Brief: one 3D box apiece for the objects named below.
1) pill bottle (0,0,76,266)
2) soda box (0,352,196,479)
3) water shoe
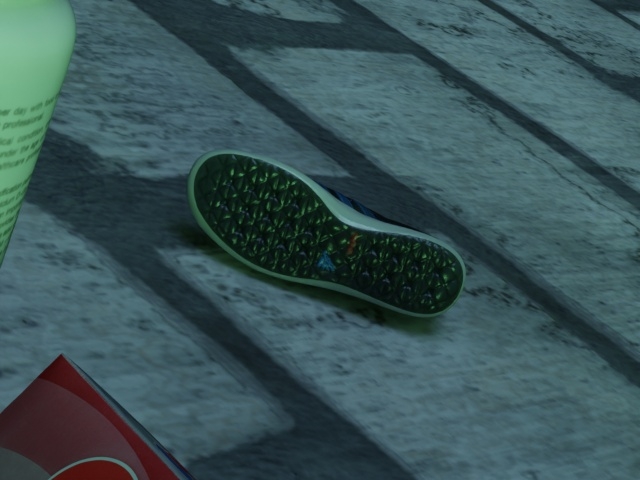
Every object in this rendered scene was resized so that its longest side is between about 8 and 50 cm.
[{"bbox_3d":[-0.207,-0.063,0.717,0.160,0.283,0.160,20,23,-9],"label":"pill bottle"},{"bbox_3d":[-0.047,0.146,0.570,0.263,0.083,0.092,35,-13,50],"label":"soda box"},{"bbox_3d":[0.000,0.000,1.080,0.203,0.073,0.080,26,1,-4],"label":"water shoe"}]
